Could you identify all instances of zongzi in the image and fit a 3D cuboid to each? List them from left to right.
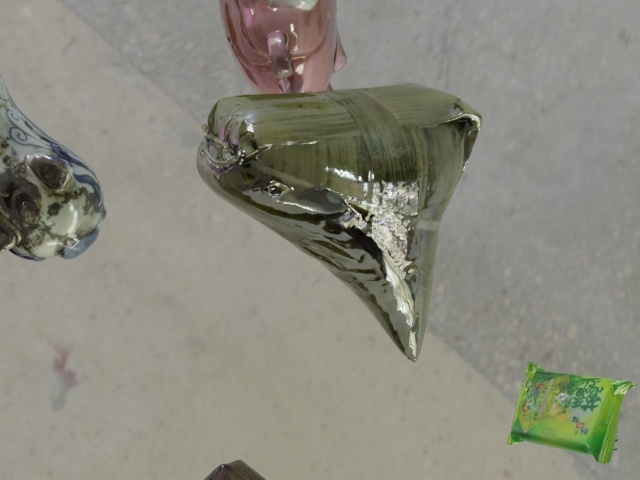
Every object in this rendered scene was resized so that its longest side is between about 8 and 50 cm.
[{"bbox_3d":[-0.001,0.001,0.847,0.094,0.205,0.204,27,117,47],"label":"zongzi"}]

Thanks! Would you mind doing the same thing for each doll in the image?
[{"bbox_3d":[-0.032,-0.189,1.007,0.093,0.262,0.211,-12,112,6],"label":"doll"}]

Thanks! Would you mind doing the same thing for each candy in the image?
[{"bbox_3d":[0.276,0.193,1.435,0.032,0.178,0.102,30,77,-24],"label":"candy"}]

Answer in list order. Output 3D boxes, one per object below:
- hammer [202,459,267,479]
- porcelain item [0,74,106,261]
[{"bbox_3d":[0.074,0.285,0.870,0.409,0.095,0.242,38,115,14],"label":"hammer"},{"bbox_3d":[-0.338,-0.101,1.342,0.288,0.186,0.138,43,100,-4],"label":"porcelain item"}]
